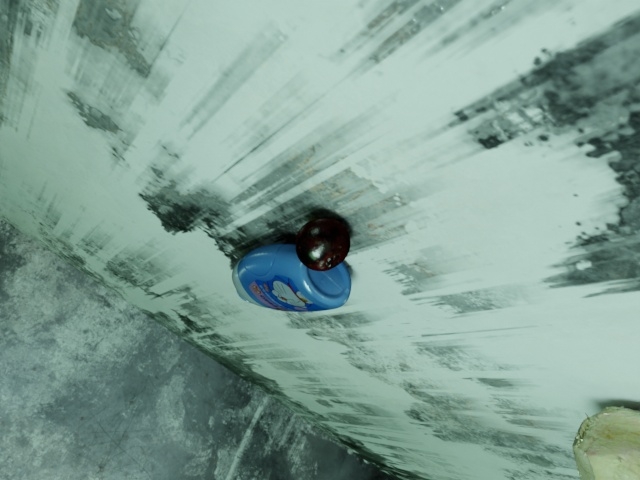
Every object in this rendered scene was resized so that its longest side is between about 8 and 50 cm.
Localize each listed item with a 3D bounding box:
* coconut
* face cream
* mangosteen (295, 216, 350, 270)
[{"bbox_3d":[0.473,0.338,0.892,0.194,0.194,0.194,24,154,12],"label":"coconut"},{"bbox_3d":[-0.065,0.066,1.057,0.149,0.083,0.264,44,152,-22],"label":"face cream"},{"bbox_3d":[0.001,0.003,0.881,0.081,0.081,0.081,24,154,12],"label":"mangosteen"}]
